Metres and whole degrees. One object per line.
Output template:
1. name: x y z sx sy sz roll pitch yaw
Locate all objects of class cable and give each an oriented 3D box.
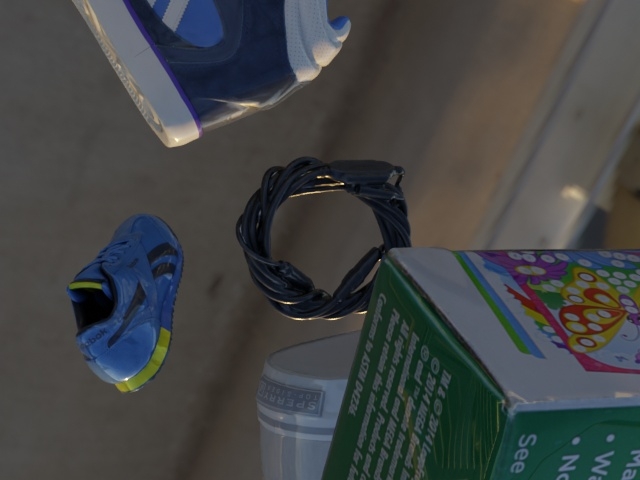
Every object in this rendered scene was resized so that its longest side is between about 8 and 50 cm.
1. cable: 0.000 0.000 1.760 0.184 0.047 0.150 -5 111 -34

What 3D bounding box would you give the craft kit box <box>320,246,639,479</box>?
1. craft kit box: 0.101 0.119 0.428 0.247 0.061 0.250 -2 121 -29

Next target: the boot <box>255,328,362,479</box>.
1. boot: 0.073 0.100 0.937 0.258 0.095 0.123 -9 106 -38

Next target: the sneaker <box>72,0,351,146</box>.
1. sneaker: -0.111 -0.268 1.764 0.236 0.130 0.323 -30 96 -10

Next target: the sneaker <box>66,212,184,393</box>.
1. sneaker: -0.165 0.032 1.620 0.069 0.209 0.082 -32 121 22
